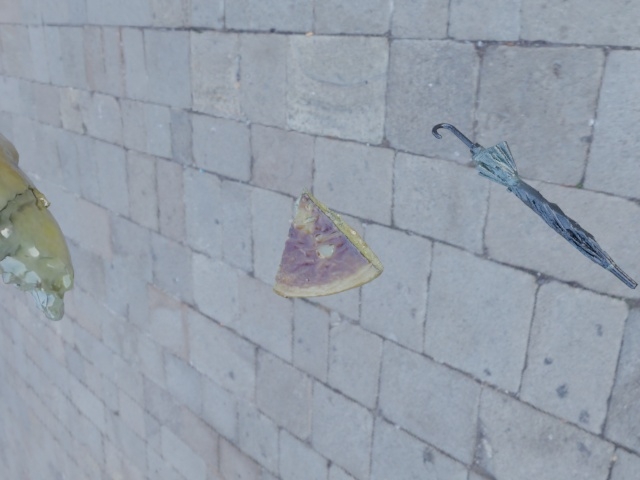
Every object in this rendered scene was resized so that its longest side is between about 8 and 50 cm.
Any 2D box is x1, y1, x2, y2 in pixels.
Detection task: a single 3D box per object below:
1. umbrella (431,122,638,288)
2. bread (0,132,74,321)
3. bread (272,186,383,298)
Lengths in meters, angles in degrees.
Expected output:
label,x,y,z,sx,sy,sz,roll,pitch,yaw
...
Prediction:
label,x,y,z,sx,sy,sz,roll,pitch,yaw
umbrella,0.209,-0.051,0.577,0.269,0.044,0.044,49,152,34
bread,-0.269,0.009,0.213,0.314,0.370,0.191,50,120,22
bread,0.018,0.018,0.761,0.136,0.054,0.154,18,113,11
